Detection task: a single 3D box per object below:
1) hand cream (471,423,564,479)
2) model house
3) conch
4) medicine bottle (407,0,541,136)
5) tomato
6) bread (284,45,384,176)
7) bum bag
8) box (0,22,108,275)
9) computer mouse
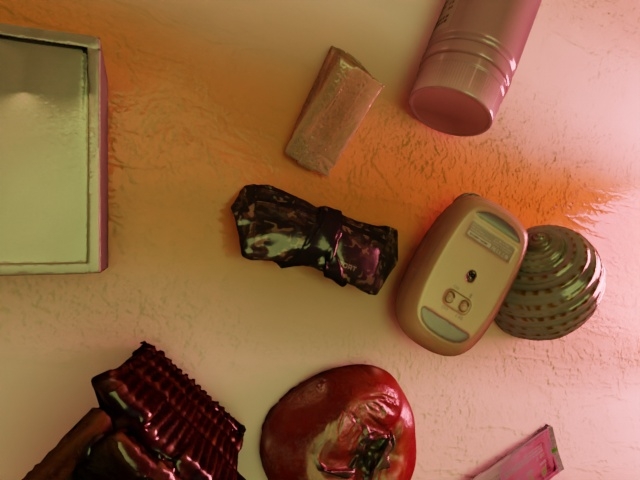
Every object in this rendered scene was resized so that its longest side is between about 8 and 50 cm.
[{"bbox_3d":[0.286,0.388,0.721,0.275,0.050,0.079,-18,121,-26],"label":"hand cream"},{"bbox_3d":[-0.142,0.273,0.447,0.317,0.297,0.282,47,29,-9],"label":"model house"},{"bbox_3d":[0.363,0.074,0.706,0.172,0.131,0.200,-43,103,-18],"label":"conch"},{"bbox_3d":[0.227,-0.289,0.659,0.133,0.133,0.249,26,78,-19],"label":"medicine bottle"},{"bbox_3d":[0.042,0.274,0.594,0.228,0.101,0.227,1,87,-24],"label":"tomato"},{"bbox_3d":[0.013,-0.179,0.631,0.077,0.105,0.152,29,111,-19],"label":"bread"},{"bbox_3d":[0.000,0.001,0.596,0.248,0.069,0.102,15,47,-19],"label":"bum bag"},{"bbox_3d":[-0.332,-0.079,0.442,0.225,0.117,0.224,0,90,-21],"label":"box"},{"bbox_3d":[0.201,0.049,0.662,0.145,0.082,0.236,30,82,-7],"label":"computer mouse"}]
